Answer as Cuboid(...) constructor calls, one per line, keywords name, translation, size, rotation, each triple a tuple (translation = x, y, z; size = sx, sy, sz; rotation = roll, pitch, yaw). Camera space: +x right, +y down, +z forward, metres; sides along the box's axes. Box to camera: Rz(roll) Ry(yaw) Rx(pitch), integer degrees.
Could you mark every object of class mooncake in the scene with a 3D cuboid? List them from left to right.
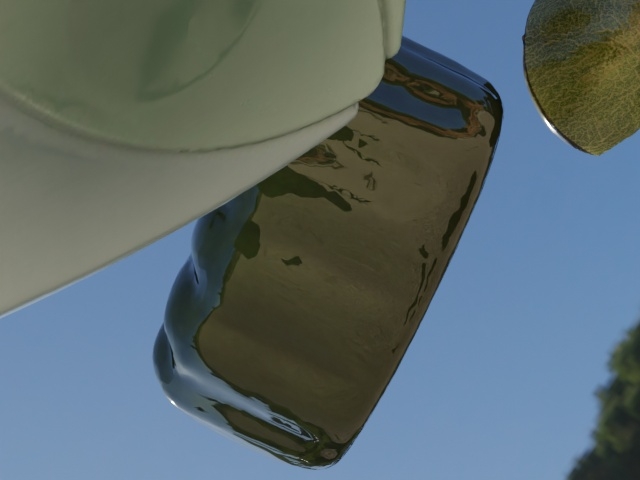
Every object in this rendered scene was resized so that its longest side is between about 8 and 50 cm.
Cuboid(name="mooncake", translation=(0.000, 0.000, 1.277), size=(0.351, 0.187, 0.351), rotation=(-62, 1, 1))

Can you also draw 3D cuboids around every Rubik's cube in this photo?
Cuboid(name="Rubik's cube", translation=(-0.182, -0.206, 0.823), size=(0.347, 0.352, 0.352), rotation=(-33, -34, -29))

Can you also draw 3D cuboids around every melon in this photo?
Cuboid(name="melon", translation=(0.230, -0.163, 1.329), size=(0.079, 0.128, 0.160), rotation=(16, -114, -40))
